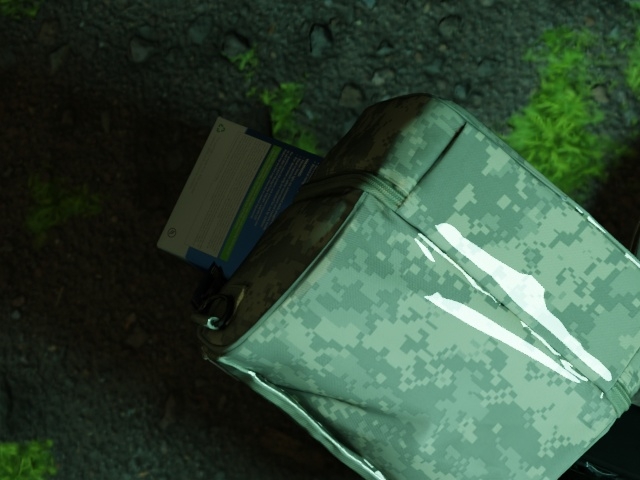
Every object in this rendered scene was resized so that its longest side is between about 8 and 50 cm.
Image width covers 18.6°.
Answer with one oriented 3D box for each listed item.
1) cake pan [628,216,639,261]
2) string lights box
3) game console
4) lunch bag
[{"bbox_3d":[0.383,0.025,1.572,0.293,0.054,0.293,-6,72,20],"label":"cake pan"},{"bbox_3d":[0.000,0.000,1.721,0.259,0.077,0.133,23,84,26],"label":"string lights box"},{"bbox_3d":[0.238,0.194,1.602,0.122,0.071,0.107,21,112,27],"label":"game console"},{"bbox_3d":[0.082,0.067,1.517,0.305,0.212,0.256,41,74,-16],"label":"lunch bag"}]
